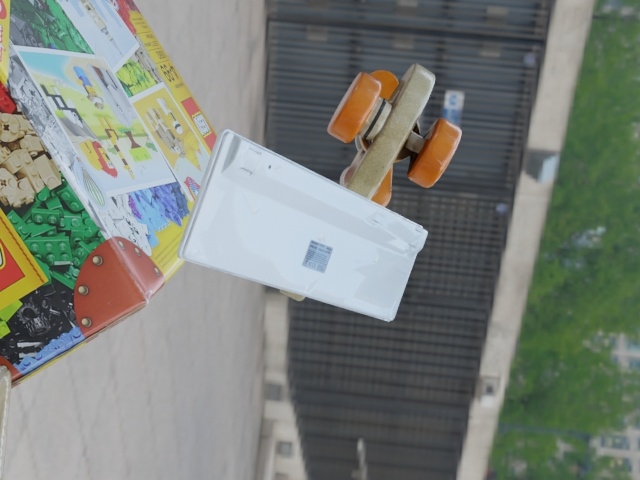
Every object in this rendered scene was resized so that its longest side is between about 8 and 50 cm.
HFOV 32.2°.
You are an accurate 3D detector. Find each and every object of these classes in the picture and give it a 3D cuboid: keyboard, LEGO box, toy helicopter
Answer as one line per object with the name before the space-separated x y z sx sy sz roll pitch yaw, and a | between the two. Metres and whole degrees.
keyboard | 0.000 0.000 0.682 0.256 0.014 0.072 22 93 -58
LEGO box | -0.278 -0.115 1.061 0.373 0.193 0.500 58 11 -9
toy helicopter | 0.042 -0.074 1.420 0.355 0.140 0.235 -58 -173 27

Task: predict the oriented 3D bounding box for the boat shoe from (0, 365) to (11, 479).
boat shoe | -0.241 0.249 0.786 0.122 0.110 0.341 103 -9 -77
